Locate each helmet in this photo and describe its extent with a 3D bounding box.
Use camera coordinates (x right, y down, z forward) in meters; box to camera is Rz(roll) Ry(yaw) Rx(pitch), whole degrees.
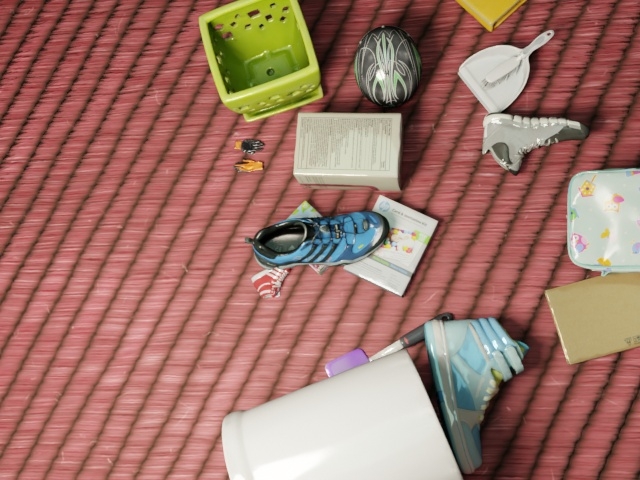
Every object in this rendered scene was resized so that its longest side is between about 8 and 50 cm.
[{"bbox_3d":[0.151,-0.388,1.748,0.170,0.161,0.169,-2,78,8],"label":"helmet"}]

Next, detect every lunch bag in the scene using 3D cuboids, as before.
[{"bbox_3d":[0.643,-0.037,1.594,0.279,0.108,0.223,1,94,26],"label":"lunch bag"}]

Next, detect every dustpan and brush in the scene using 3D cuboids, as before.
[{"bbox_3d":[0.435,-0.400,1.759,0.211,0.060,0.147,-35,75,1],"label":"dustpan and brush"}]

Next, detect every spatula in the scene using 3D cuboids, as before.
[{"bbox_3d":[0.156,0.236,1.684,0.297,0.030,0.084,-29,76,1],"label":"spatula"}]

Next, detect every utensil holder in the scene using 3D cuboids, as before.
[{"bbox_3d":[0.050,0.421,1.512,0.386,0.327,0.327,-23,76,3],"label":"utensil holder"}]

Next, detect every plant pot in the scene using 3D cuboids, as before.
[{"bbox_3d":[-0.121,-0.407,1.773,0.227,0.207,0.228,-18,76,5],"label":"plant pot"}]

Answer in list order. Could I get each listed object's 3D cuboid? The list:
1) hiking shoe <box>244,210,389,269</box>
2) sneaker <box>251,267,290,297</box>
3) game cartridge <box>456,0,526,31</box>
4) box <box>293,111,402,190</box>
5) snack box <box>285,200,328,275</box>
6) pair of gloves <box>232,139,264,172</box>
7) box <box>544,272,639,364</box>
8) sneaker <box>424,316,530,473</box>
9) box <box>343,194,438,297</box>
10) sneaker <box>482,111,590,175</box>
[{"bbox_3d":[0.000,0.000,1.665,0.304,0.132,0.113,-14,76,3],"label":"hiking shoe"},{"bbox_3d":[-0.092,0.086,1.748,0.118,0.042,0.067,-30,71,10],"label":"sneaker"},{"bbox_3d":[0.391,-0.691,1.838,0.285,0.052,0.323,-42,73,-1],"label":"game cartridge"},{"bbox_3d":[0.066,-0.197,1.740,0.233,0.127,0.148,3,78,9],"label":"box"},{"bbox_3d":[-0.017,-0.005,1.758,0.100,0.037,0.141,-45,76,-3],"label":"snack box"},{"bbox_3d":[-0.169,-0.199,1.837,0.074,0.010,0.083,0,75,10],"label":"pair of gloves"},{"bbox_3d":[0.594,0.156,1.637,0.201,0.021,0.164,-16,76,6],"label":"box"},{"bbox_3d":[0.340,0.304,1.595,0.208,0.127,0.318,-11,83,2],"label":"sneaker"},{"bbox_3d":[0.157,0.013,1.728,0.145,0.038,0.186,26,82,13],"label":"box"},{"bbox_3d":[0.465,-0.202,1.709,0.229,0.086,0.132,9,84,21],"label":"sneaker"}]
